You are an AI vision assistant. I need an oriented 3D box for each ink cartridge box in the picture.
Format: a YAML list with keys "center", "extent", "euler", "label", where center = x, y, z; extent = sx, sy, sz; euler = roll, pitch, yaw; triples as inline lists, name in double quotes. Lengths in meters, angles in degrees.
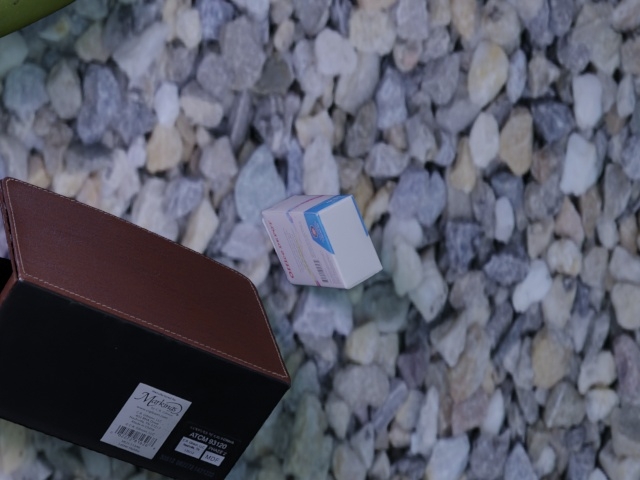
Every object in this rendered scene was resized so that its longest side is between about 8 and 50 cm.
- center: [0.000, 0.000, 1.972]
  extent: [0.052, 0.122, 0.089]
  euler: [-29, 105, -27]
  label: "ink cartridge box"

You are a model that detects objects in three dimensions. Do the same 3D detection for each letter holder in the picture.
- center: [-0.211, 0.087, 1.869]
  extent: [0.301, 0.214, 0.152]
  euler: [24, 113, -27]
  label: "letter holder"

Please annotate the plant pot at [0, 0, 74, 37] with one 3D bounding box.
- center: [-0.342, -0.286, 1.726]
  extent: [0.293, 0.274, 0.275]
  euler: [-12, 98, -43]
  label: "plant pot"
